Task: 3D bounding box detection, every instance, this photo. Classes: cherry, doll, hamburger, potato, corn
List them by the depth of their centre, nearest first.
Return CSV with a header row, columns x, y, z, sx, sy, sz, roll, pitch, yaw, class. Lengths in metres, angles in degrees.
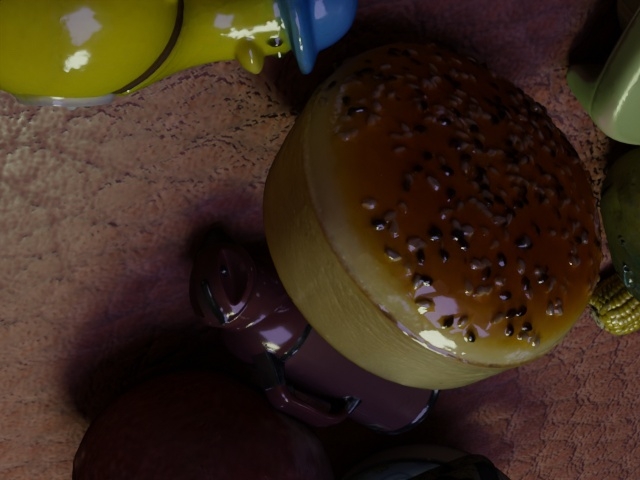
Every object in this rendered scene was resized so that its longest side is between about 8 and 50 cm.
x,y,z,sx,sy,sz,roll,pitch,yaw,class
-0.133,-0.163,0.820,0.363,0.145,0.199,-6,177,-36,doll
0.096,-0.028,0.963,0.300,0.300,0.176,11,144,-36,hamburger
-0.104,0.238,1.151,0.261,0.307,0.221,27,76,-14,cherry
0.360,-0.009,1.210,0.143,0.169,0.248,-57,151,-10,potato
0.400,0.040,1.361,0.203,0.072,0.072,-32,140,6,corn

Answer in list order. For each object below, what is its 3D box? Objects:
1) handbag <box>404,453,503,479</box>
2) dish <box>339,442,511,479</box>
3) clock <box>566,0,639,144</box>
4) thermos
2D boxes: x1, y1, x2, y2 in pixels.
x,y,z,sx,sy,sz,roll,pitch,yaw,class
0.016,0.404,1.266,0.317,0.180,0.416,-20,-172,30,handbag
0.149,0.345,1.506,0.273,0.134,0.273,8,121,13,dish
0.368,-0.223,1.034,0.235,0.096,0.308,-3,135,-24,clock
-0.015,0.105,1.162,0.330,0.110,0.136,35,73,-47,thermos
